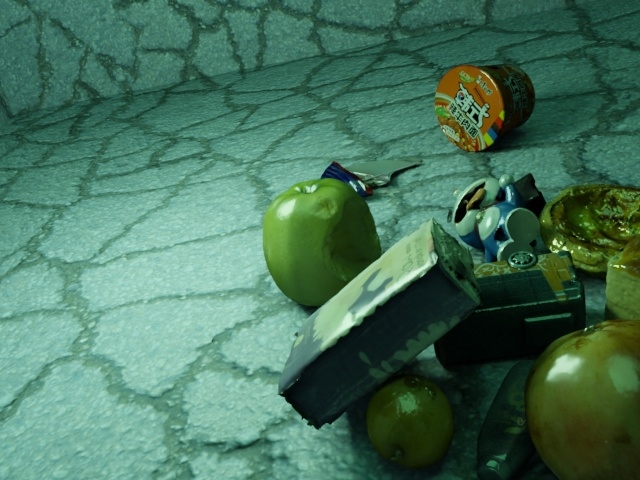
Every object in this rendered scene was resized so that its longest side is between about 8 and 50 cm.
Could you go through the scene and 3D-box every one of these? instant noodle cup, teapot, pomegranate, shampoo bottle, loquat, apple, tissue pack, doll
[{"bbox_3d":[0.490,-0.401,1.889,0.192,0.250,0.250,-22,31,-34],"label":"instant noodle cup"},{"bbox_3d":[0.474,-0.082,1.512,0.096,0.087,0.177,-26,25,22],"label":"teapot"},{"bbox_3d":[0.407,0.245,0.863,0.229,0.270,0.252,-24,-11,31],"label":"pomegranate"},{"bbox_3d":[0.303,0.280,1.003,0.087,0.049,0.234,8,36,34],"label":"shampoo bottle"},{"bbox_3d":[0.138,0.276,0.990,0.141,0.141,0.141,-9,31,5],"label":"loquat"},{"bbox_3d":[0.000,0.000,1.390,0.279,0.279,0.279,-9,31,5],"label":"apple"},{"bbox_3d":[0.097,0.127,1.064,0.343,0.125,0.242,-43,7,18],"label":"tissue pack"},{"bbox_3d":[0.368,-0.037,1.373,0.161,0.215,0.257,17,14,-10],"label":"doll"}]

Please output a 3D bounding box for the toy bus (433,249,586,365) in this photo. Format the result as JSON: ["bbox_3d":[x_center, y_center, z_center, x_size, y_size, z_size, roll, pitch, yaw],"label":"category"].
[{"bbox_3d":[0.332,0.121,1.169,0.275,0.138,0.167,-9,33,8],"label":"toy bus"}]

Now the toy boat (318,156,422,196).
[{"bbox_3d":[0.129,-0.202,1.841,0.219,0.072,0.318,18,39,35],"label":"toy boat"}]

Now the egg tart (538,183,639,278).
[{"bbox_3d":[0.583,-0.004,1.293,0.290,0.115,0.290,-5,36,4],"label":"egg tart"}]

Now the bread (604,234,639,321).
[{"bbox_3d":[0.647,0.102,1.021,0.279,0.207,0.279,-24,32,-18],"label":"bread"}]
